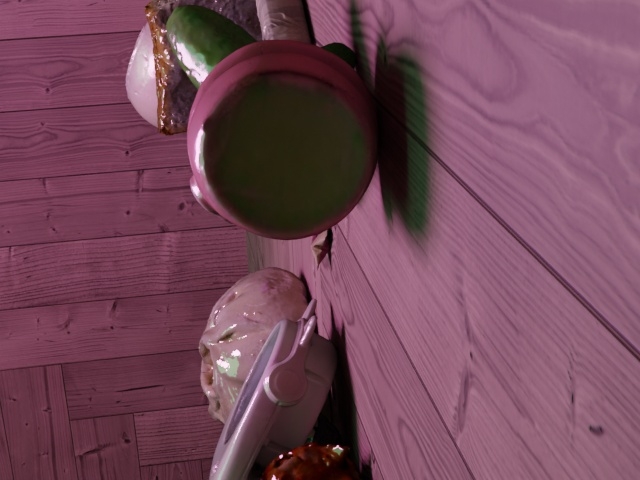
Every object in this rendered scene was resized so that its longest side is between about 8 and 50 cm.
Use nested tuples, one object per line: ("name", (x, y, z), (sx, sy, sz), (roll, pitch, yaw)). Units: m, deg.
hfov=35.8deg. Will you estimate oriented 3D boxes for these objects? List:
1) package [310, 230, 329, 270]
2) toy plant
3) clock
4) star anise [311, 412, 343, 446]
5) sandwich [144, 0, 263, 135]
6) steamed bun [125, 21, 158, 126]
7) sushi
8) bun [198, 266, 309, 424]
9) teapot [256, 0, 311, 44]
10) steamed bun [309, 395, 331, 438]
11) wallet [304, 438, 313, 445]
("package", (0.000, 0.000, 1.566), (0.059, 0.029, 0.083), (-93, 14, -46))
("toy plant", (-0.057, -0.143, 1.115), (0.317, 0.210, 0.356), (45, -165, -13))
("clock", (-0.066, 0.254, 1.576), (0.324, 0.108, 0.265), (-63, 4, 9))
("star anise", (0.014, 0.382, 1.595), (0.181, 0.061, 0.205), (116, 145, -62))
("sandwich", (-0.209, -0.383, 1.984), (0.131, 0.262, 0.325), (-135, 40, -70))
("steamed bun", (-0.259, -0.403, 2.236), (0.374, 0.241, 0.374), (-55, -7, -10))
("sushi", (-0.009, 0.438, 1.327), (0.343, 0.196, 0.182), (-105, 5, -52))
("bun", (-0.130, 0.233, 1.963), (0.365, 0.219, 0.365), (180, 90, -84))
("teapot", (-0.070, -0.323, 1.566), (0.077, 0.107, 0.200), (100, 163, -52))
("steamed bun", (-0.030, 0.287, 1.754), (0.112, 0.090, 0.130), (165, 100, -81))
("wallet", (-0.028, 0.464, 2.046), (0.168, 0.052, 0.245), (134, 133, -75))
